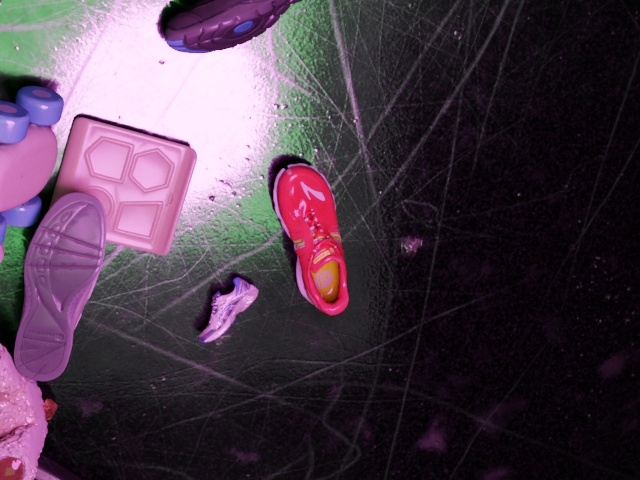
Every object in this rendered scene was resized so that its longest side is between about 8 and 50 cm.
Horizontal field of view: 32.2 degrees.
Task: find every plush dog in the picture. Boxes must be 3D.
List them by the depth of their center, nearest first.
[{"bbox_3d":[-0.575,0.309,1.838,0.225,0.210,0.262,-18,83,6],"label":"plush dog"}]

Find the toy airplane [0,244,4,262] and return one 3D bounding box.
[{"bbox_3d":[-0.702,0.125,1.660,0.386,0.272,0.384,11,64,-8],"label":"toy airplane"}]

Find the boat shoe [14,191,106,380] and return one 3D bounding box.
[{"bbox_3d":[-0.424,0.068,1.807,0.118,0.103,0.320,12,104,-12],"label":"boat shoe"}]

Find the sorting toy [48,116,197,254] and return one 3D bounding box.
[{"bbox_3d":[-0.328,-0.089,1.836,0.208,0.038,0.193,15,103,-15],"label":"sorting toy"}]

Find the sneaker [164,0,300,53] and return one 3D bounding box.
[{"bbox_3d":[-0.105,-0.413,1.766,0.341,0.125,0.140,-28,85,-3],"label":"sneaker"}]

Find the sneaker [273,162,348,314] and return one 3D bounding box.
[{"bbox_3d":[0.000,0.000,1.907,0.107,0.118,0.279,-20,112,-9],"label":"sneaker"}]

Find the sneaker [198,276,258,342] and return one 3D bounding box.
[{"bbox_3d":[-0.172,0.119,1.941,0.058,0.052,0.135,43,85,-13],"label":"sneaker"}]

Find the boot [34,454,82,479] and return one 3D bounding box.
[{"bbox_3d":[-0.458,0.507,1.937,0.236,0.085,0.178,37,91,-2],"label":"boot"}]

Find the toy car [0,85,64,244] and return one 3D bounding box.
[{"bbox_3d":[-0.548,-0.144,1.701,0.238,0.210,0.219,22,114,7],"label":"toy car"}]
